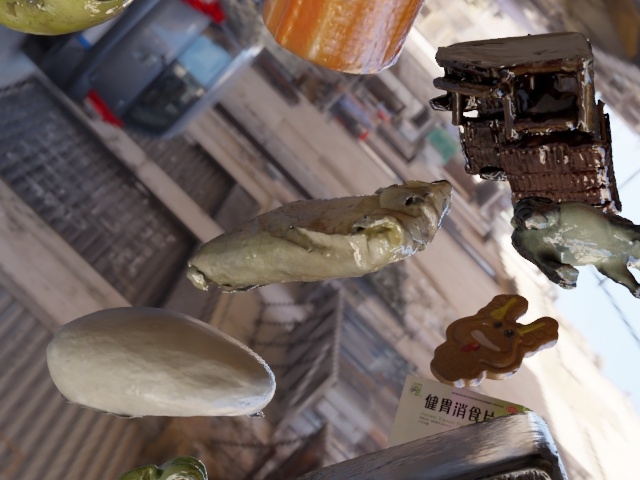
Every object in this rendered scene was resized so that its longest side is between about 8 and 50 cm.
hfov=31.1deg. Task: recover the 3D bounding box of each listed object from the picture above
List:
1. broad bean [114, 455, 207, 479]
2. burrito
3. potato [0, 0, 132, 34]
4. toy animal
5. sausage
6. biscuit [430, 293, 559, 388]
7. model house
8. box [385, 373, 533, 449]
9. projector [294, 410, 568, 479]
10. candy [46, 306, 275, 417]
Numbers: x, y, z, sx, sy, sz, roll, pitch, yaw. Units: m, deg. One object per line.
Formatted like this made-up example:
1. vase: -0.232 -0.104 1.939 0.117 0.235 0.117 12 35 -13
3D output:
1. broad bean: -0.303 0.482 2.148 0.207 0.153 0.072 -29 -165 5
2. burrito: 0.006 -0.003 1.515 0.348 0.107 0.175 -13 -172 33
3. potato: -0.306 -0.317 1.334 0.248 0.143 0.169 4 -148 39
4. toy animal: 0.333 0.006 1.388 0.121 0.225 0.093 -92 -169 -73
5. sausage: 0.063 -0.419 1.674 0.233 0.233 0.287 -55 173 -51
6. biscuit: 0.361 0.215 2.426 0.295 0.186 0.044 -33 139 -28
7. model house: 0.306 -0.155 1.759 0.317 0.282 0.297 -1 -160 27
8. box: 0.270 0.381 2.263 0.062 0.261 0.175 30 75 -58
9. projector: 0.140 0.399 1.482 0.395 0.242 0.405 -16 178 7
10. candy: -0.277 0.224 2.099 0.386 0.427 0.186 6 96 -54
